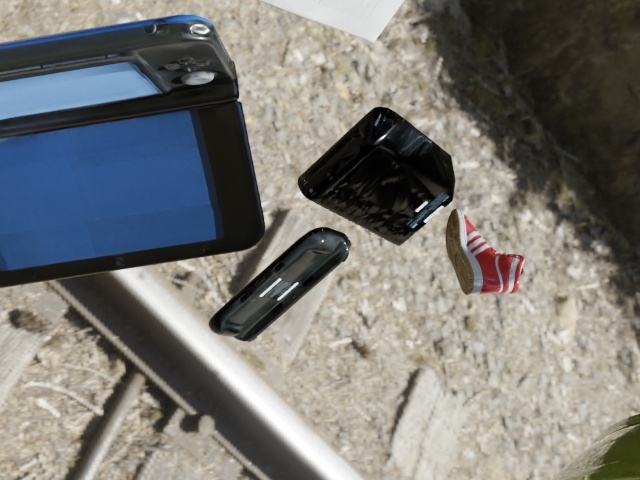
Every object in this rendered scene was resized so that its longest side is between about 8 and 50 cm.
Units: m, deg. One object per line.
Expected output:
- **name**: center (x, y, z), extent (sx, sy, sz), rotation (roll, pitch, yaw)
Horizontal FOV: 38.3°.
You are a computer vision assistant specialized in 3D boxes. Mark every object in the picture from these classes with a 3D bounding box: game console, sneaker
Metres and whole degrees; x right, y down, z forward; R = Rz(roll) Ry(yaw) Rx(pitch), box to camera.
- **game console**: center (-0.208, -0.059, 0.781), extent (0.250, 0.292, 0.174), rotation (51, 30, -88)
- **game console**: center (0.000, 0.000, 1.119), extent (0.213, 0.361, 0.044), rotation (26, 26, -54)
- **sneaker**: center (0.173, 0.013, 0.968), extent (0.067, 0.042, 0.119), rotation (3, 43, -11)

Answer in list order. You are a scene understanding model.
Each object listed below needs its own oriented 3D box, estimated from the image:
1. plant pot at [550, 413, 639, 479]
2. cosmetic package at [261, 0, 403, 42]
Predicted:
- **plant pot**: center (0.364, 0.348, 0.957), extent (0.353, 0.366, 0.367), rotation (-26, 98, -66)
- **cosmetic package**: center (0.046, -0.464, 1.201), extent (0.284, 0.377, 0.098), rotation (11, 45, -34)
